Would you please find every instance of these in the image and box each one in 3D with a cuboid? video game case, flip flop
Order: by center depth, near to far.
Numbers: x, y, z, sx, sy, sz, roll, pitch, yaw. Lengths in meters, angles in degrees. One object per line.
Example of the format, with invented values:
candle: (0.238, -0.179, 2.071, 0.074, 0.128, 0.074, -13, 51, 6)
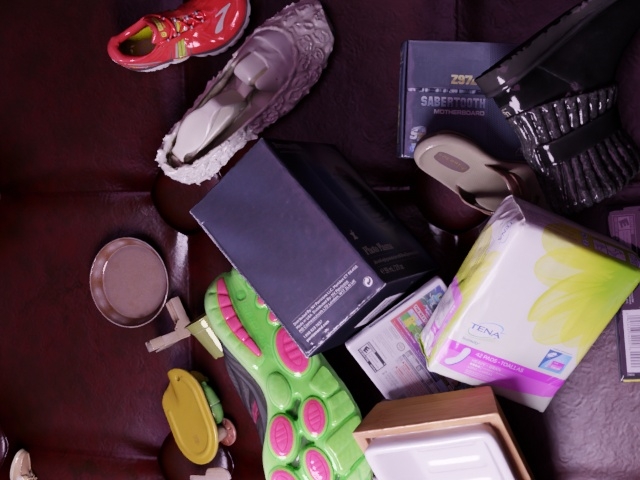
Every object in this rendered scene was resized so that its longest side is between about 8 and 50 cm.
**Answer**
video game case: (0.570, 0.074, 1.559, 0.248, 0.035, 0.274, -5, 90, 22)
flip flop: (0.264, -0.082, 1.578, 0.112, 0.277, 0.080, -46, 32, 36)
video game case: (0.167, 0.184, 1.644, 0.183, 0.023, 0.201, -36, 110, 1)

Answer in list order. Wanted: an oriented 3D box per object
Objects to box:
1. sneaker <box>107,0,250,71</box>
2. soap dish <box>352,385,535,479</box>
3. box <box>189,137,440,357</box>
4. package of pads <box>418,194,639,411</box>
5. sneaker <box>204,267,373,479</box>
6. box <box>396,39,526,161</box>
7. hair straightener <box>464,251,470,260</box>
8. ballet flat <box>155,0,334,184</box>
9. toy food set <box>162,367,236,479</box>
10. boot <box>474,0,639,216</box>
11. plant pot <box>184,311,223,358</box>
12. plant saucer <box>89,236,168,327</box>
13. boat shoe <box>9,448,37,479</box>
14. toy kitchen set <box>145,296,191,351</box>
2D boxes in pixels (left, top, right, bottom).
sneaker: (-0.251, -0.366, 1.811, 0.279, 0.118, 0.107, -22, 86, 21)
soap dish: (0.211, 0.354, 1.606, 0.229, 0.118, 0.291, -13, 128, 22)
box: (0.000, 0.000, 1.637, 0.183, 0.296, 0.294, -45, 77, 18)
package of pads: (0.306, 0.097, 1.550, 0.229, 0.101, 0.296, 22, 116, -16)
sneaker: (-0.042, 0.267, 1.713, 0.185, 0.202, 0.482, -20, 70, -3)
box: (0.238, -0.216, 1.612, 0.233, 0.059, 0.183, 2, 93, -5)
hair straightener: (0.340, 0.020, 1.646, 0.230, 0.047, 0.089, -3, 91, 26)
ballet flat: (-0.134, -0.245, 1.766, 0.147, 0.147, 0.409, 47, 107, 13)
toy food set: (-0.209, 0.328, 1.866, 0.128, 0.071, 0.217, -28, 80, 44)
boot: (0.428, -0.226, 1.541, 0.348, 0.131, 0.260, -36, 95, -1)
plant pot: (-0.188, 0.167, 1.842, 0.083, 0.083, 0.079, -31, 93, 20)
plant saucer: (-0.352, 0.078, 1.923, 0.168, 0.029, 0.168, 1, 92, 21)
boat shoe: (-0.580, 0.475, 2.025, 0.045, 0.050, 0.135, 11, 107, 17)
toy kitchen set: (-0.290, 0.158, 1.885, 0.075, 0.083, 0.068, 65, 152, 7)
